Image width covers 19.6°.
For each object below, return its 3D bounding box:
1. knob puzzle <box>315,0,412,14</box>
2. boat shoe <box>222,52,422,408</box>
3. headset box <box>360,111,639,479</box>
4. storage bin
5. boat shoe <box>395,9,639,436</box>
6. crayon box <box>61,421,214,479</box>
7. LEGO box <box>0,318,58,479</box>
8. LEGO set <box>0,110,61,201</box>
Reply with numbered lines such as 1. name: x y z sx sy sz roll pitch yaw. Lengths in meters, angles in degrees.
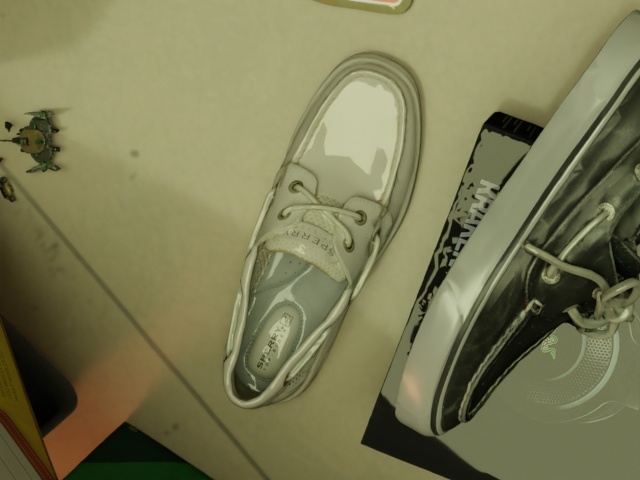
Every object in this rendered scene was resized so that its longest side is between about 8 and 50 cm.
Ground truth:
1. knob puzzle: 0.023 -0.253 1.334 0.213 0.030 0.213 1 99 9
2. boat shoe: 0.000 0.000 1.341 0.098 0.096 0.277 20 101 6
3. headset box: 0.206 0.074 1.301 0.283 0.131 0.246 22 101 5
4. storage bin: -0.265 0.114 1.410 0.135 0.098 0.091 45 128 3
5. boat shoe: 0.162 0.009 1.173 0.105 0.113 0.306 35 92 18
6. crayon box: -0.052 0.299 1.283 0.363 0.313 0.106 33 102 3
7. LEGO box: -0.371 0.169 1.206 0.193 0.500 0.372 22 110 -33
8. LEGO set: -0.222 -0.069 1.408 0.083 0.023 0.054 -31 90 25
